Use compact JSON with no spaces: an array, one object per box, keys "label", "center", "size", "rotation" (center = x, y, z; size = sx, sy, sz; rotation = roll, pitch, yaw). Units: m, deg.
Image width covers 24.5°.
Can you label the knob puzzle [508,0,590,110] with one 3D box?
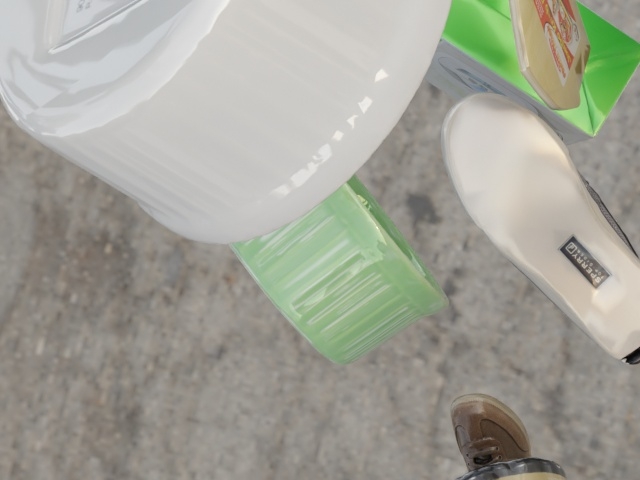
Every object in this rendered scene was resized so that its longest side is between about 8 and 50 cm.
[{"label":"knob puzzle","center":[0.198,-0.203,1.359],"size":[0.030,0.213,0.213],"rotation":[-9,64,26]}]

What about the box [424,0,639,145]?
[{"label":"box","center":[0.205,-0.228,1.693],"size":[0.127,0.262,0.231],"rotation":[-58,6,-6]}]

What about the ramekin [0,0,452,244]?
[{"label":"ramekin","center":[-0.067,-0.149,0.852],"size":[0.277,0.135,0.277],"rotation":[-23,55,37]}]

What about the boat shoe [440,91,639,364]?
[{"label":"boat shoe","center":[0.236,-0.018,1.571],"size":[0.127,0.340,0.158],"rotation":[-38,12,1]}]

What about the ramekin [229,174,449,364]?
[{"label":"ramekin","center":[0.000,0.000,1.720],"size":[0.148,0.303,0.303],"rotation":[-39,40,5]}]

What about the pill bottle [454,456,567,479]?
[{"label":"pill bottle","center":[0.187,0.316,1.316],"size":[0.123,0.122,0.219],"rotation":[-39,53,38]}]

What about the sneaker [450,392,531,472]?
[{"label":"sneaker","center":[0.180,0.234,1.451],"size":[0.066,0.188,0.071],"rotation":[-18,31,21]}]
